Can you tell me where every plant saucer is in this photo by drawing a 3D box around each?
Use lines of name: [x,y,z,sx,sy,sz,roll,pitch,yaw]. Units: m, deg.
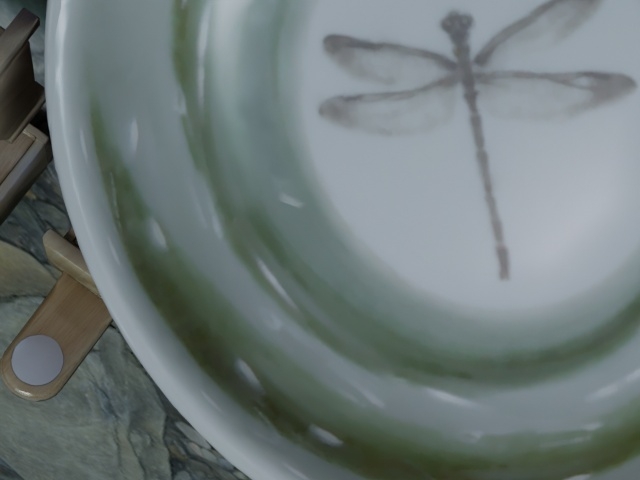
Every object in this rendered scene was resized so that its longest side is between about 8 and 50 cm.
plant saucer: [0.062,-0.054,0.828,0.401,0.100,0.400,11,111,30]

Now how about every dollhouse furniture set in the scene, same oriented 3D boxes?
dollhouse furniture set: [-0.244,-0.054,1.088,0.303,0.173,0.355,34,165,4]
